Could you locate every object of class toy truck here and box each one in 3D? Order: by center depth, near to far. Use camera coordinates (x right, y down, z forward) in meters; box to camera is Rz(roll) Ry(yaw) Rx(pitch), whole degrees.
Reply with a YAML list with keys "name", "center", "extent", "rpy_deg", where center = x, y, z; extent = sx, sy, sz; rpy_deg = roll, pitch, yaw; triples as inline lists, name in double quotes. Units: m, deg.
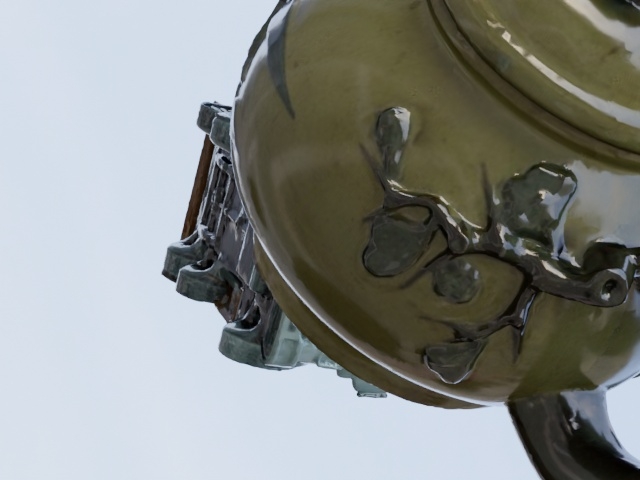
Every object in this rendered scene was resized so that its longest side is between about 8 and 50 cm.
- name: "toy truck"
  center: [0.000, 0.000, 1.195]
  extent: [0.305, 0.162, 0.136]
  rpy_deg: [-138, -120, -70]

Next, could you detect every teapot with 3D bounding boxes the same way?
- name: "teapot"
  center: [0.074, -0.034, 0.579]
  extent: [0.182, 0.173, 0.269]
  rpy_deg: [-57, -133, 36]
